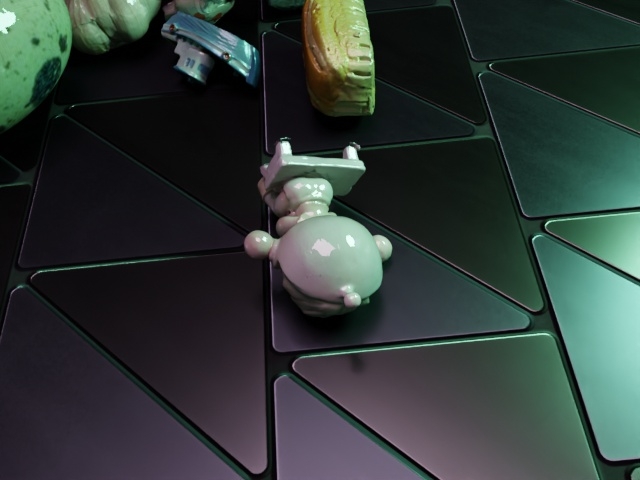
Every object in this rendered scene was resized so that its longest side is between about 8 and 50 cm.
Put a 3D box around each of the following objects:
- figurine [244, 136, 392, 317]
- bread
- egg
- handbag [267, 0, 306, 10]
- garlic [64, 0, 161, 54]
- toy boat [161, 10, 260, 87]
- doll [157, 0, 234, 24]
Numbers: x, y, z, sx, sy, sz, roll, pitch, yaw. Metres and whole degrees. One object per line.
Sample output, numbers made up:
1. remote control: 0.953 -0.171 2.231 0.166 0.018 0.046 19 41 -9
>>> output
1. figurine: 0.009 -0.005 0.975 0.144 0.182 0.257 -40 52 28
2. bread: 0.024 -0.300 1.207 0.106 0.140 0.236 -5 50 -3
3. egg: -0.562 -0.289 1.161 0.379 0.287 0.287 -25 52 -25
4. handbag: -0.046 -0.533 1.351 0.175 0.270 0.089 -18 26 1
5. garlic: -0.389 -0.438 1.348 0.228 0.152 0.228 -7 50 9
6. toy boat: -0.189 -0.305 1.282 0.215 0.088 0.102 28 92 25
7. doll: -0.194 -0.442 1.337 0.149 0.095 0.192 -39 13 -32
